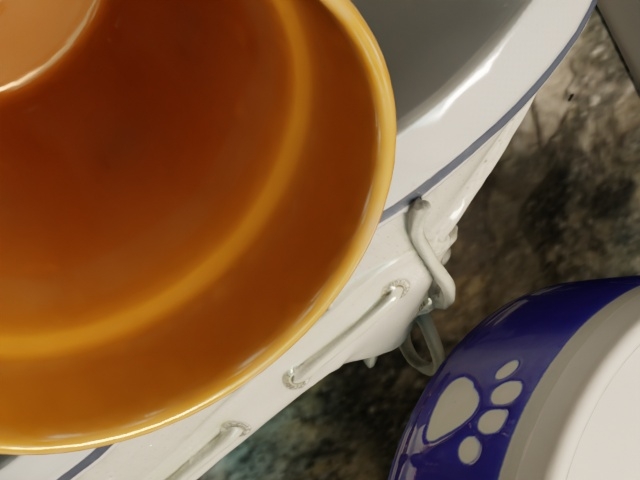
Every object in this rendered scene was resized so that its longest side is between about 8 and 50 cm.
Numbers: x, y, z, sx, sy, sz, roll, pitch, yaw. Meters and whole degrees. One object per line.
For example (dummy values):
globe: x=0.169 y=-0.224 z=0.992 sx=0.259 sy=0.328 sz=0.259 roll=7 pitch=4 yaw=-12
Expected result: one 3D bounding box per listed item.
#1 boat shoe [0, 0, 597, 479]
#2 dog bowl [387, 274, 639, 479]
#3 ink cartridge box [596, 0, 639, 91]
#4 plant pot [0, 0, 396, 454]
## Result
boat shoe: x=0.002 y=0.006 z=0.802 sx=0.367 sy=0.136 sz=0.156 roll=-45 pitch=133 yaw=12
dog bowl: x=0.155 y=0.146 z=0.814 sx=0.265 sy=0.104 sz=0.264 roll=2 pitch=87 yaw=-38
ink cartridge box: x=0.308 y=-0.194 z=0.799 sx=0.395 sy=0.166 sz=0.285 roll=-37 pitch=134 yaw=0
plant pot: x=-0.105 y=-0.061 z=0.650 sx=0.205 sy=0.188 sz=0.205 roll=-16 pitch=131 yaw=-19
